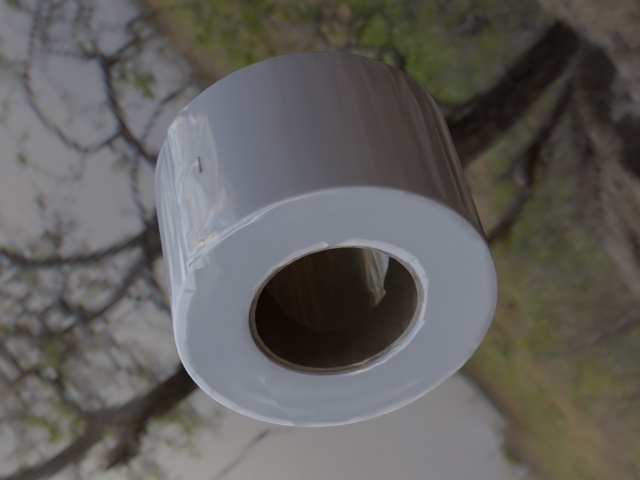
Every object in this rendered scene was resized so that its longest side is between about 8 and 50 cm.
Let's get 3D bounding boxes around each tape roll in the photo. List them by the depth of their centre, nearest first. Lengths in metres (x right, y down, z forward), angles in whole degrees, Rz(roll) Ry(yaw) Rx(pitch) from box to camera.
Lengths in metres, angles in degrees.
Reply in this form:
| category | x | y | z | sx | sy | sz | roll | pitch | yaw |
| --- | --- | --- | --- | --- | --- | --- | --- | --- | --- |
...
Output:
| category | x | y | z | sx | sy | sz | roll | pitch | yaw |
| --- | --- | --- | --- | --- | --- | --- | --- | --- | --- |
| tape roll | 0.000 | 0.000 | 1.396 | 0.169 | 0.246 | 0.246 | -102 | -10 | -48 |
